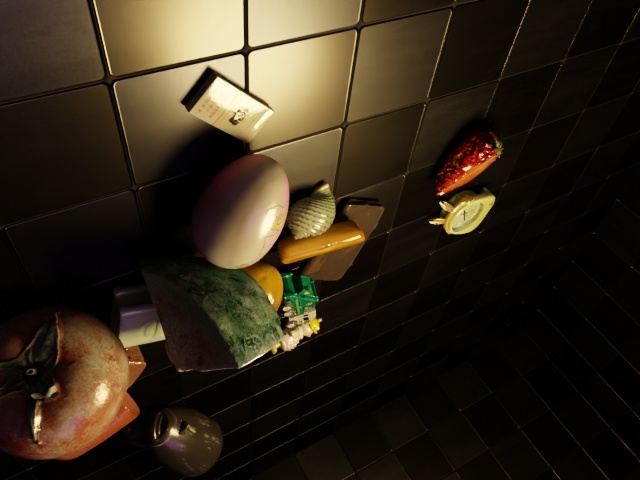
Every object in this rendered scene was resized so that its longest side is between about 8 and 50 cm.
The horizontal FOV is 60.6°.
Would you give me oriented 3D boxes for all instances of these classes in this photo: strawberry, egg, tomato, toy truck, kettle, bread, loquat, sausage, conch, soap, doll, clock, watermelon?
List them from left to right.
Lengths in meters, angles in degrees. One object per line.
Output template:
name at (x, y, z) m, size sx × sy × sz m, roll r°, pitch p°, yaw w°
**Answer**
tomato at (-0.570, 0.298, 1.160) m, size 0.316 × 0.317 × 0.282 m, roll -25°, pitch 165°, yaw -16°
sausage at (-0.663, 0.540, 1.584) m, size 0.259 × 0.114 × 0.114 m, roll -32°, pitch 148°, yaw -9°
kettle at (-0.510, 0.660, 1.827) m, size 0.268 × 0.208 × 0.290 m, roll -12°, pitch 145°, yaw 15°
soap at (-0.379, 0.173, 1.370) m, size 0.265 × 0.088 × 0.160 m, roll -8°, pitch 140°, yaw -32°
watermelon at (-0.268, 0.180, 1.225) m, size 0.228 × 0.387 × 0.258 m, roll -5°, pitch 126°, yaw -56°
egg at (-0.166, -0.061, 1.179) m, size 0.271 × 0.196 × 0.196 m, roll -45°, pitch 147°, yaw 20°
loquat at (-0.174, 0.137, 1.484) m, size 0.204 × 0.149 × 0.172 m, roll -46°, pitch 146°, yaw -60°
doll at (-0.085, 0.317, 1.863) m, size 0.207 × 0.081 × 0.129 m, roll -28°, pitch 166°, yaw -16°
toy truck at (-0.065, 0.176, 1.642) m, size 0.116 × 0.110 × 0.216 m, roll -12°, pitch 147°, yaw -3°
conch at (-0.014, -0.063, 1.415) m, size 0.153 × 0.102 × 0.135 m, roll -36°, pitch 163°, yaw -1°
bread at (0.000, 0.000, 1.491) m, size 0.239 × 0.074 × 0.092 m, roll -15°, pitch 168°, yaw -9°
clock at (0.474, -0.099, 1.853) m, size 0.231 × 0.069 × 0.170 m, roll -7°, pitch 139°, yaw -36°
strawberry at (0.429, -0.233, 1.615) m, size 0.228 × 0.098 × 0.174 m, roll -43°, pitch 166°, yaw 34°

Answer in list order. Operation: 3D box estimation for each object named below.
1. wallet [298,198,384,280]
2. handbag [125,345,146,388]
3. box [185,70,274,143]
wallet at (0.063, 0.003, 1.623) m, size 0.165 × 0.042 × 0.310 m, roll 0°, pitch 133°, yaw -41°
handbag at (-0.578, 0.345, 1.442) m, size 0.193 × 0.072 × 0.151 m, roll 8°, pitch 128°, yaw -50°
box at (-0.173, -0.256, 1.073) m, size 0.090 × 0.024 × 0.167 m, roll -46°, pitch 147°, yaw 17°
